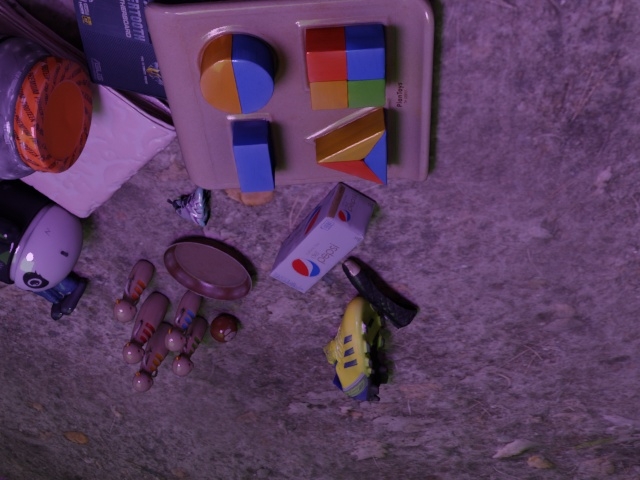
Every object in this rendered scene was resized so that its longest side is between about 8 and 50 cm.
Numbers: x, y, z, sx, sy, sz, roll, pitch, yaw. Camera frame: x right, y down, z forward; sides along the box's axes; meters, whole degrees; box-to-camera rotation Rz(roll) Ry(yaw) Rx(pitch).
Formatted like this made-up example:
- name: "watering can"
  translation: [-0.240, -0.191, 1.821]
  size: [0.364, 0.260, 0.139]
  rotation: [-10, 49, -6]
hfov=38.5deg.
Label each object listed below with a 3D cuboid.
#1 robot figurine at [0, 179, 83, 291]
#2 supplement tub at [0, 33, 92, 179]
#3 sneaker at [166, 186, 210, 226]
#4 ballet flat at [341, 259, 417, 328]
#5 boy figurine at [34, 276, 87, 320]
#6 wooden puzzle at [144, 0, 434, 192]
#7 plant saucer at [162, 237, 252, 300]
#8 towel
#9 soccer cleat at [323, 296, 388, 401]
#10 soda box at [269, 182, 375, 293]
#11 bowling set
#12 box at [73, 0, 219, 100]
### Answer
- name: "robot figurine"
  translation: [-0.549, -0.021, 1.576]
  size: [0.278, 0.209, 0.173]
  rotation: [26, 122, 0]
- name: "supplement tub"
  translation: [-0.485, -0.190, 1.237]
  size: [0.316, 0.193, 0.193]
  rotation: [10, 143, 11]
- name: "sneaker"
  translation: [-0.217, -0.062, 1.492]
  size: [0.069, 0.038, 0.098]
  rotation: [16, 144, 4]
- name: "ballet flat"
  translation: [0.096, 0.084, 1.543]
  size: [0.173, 0.049, 0.057]
  rotation: [44, 180, -28]
- name: "boy figurine"
  translation: [-0.588, 0.039, 1.758]
  size: [0.285, 0.092, 0.177]
  rotation: [38, 143, -29]
- name: "wooden puzzle"
  translation: [-0.032, -0.167, 1.179]
  size: [0.348, 0.080, 0.322]
  rotation: [0, 142, 5]
- name: "plant saucer"
  translation: [-0.198, 0.048, 1.636]
  size: [0.169, 0.029, 0.168]
  rotation: [12, 143, 9]
- name: "towel"
  translation: [-0.417, -0.191, 1.406]
  size: [0.317, 0.053, 0.332]
  rotation: [36, 141, -20]
- name: "soccer cleat"
  translation: [0.054, 0.200, 1.665]
  size: [0.121, 0.093, 0.289]
  rotation: [15, 144, 19]
- name: "soda box"
  translation: [0.000, 0.000, 1.440]
  size: [0.069, 0.073, 0.216]
  rotation: [29, 144, -13]
- name: "bowling set"
  translation: [-0.273, 0.182, 1.739]
  size: [0.200, 0.154, 0.287]
  rotation: [9, 143, 14]
- name: "box"
  translation: [-0.221, -0.286, 1.182]
  size: [0.184, 0.059, 0.232]
  rotation: [13, 144, 7]
